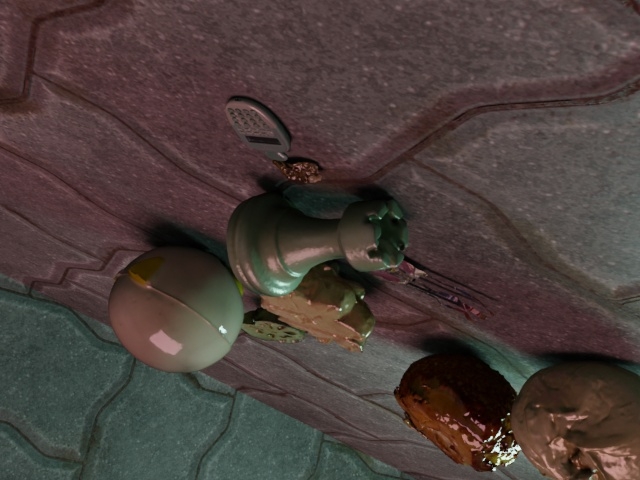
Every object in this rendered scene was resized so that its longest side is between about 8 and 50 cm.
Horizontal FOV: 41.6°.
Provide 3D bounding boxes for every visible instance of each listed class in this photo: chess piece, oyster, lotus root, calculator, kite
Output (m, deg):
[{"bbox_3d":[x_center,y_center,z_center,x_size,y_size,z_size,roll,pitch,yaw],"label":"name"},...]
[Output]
[{"bbox_3d":[0.000,0.000,1.497,0.299,0.195,0.194,-5,148,35],"label":"chess piece"},{"bbox_3d":[-0.040,-0.116,1.436,0.093,0.034,0.051,9,149,41],"label":"oyster"},{"bbox_3d":[-0.128,0.220,2.301,0.183,0.078,0.203,4,159,13],"label":"lotus root"},{"bbox_3d":[-0.098,-0.177,1.354,0.095,0.021,0.153,9,156,31],"label":"calculator"},{"bbox_3d":[0.175,0.075,1.711,0.360,0.022,0.204,28,159,-5],"label":"kite"}]

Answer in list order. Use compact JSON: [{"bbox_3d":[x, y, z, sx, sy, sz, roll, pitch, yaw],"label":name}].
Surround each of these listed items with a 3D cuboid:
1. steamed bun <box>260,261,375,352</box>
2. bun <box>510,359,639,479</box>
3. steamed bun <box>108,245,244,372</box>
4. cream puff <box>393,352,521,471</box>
[{"bbox_3d":[-0.001,0.120,1.844,0.295,0.137,0.292,30,160,-5],"label":"steamed bun"},{"bbox_3d":[0.577,0.424,1.793,0.361,0.213,0.361,27,143,23],"label":"bun"},{"bbox_3d":[-0.353,0.167,2.060,0.334,0.334,0.374,29,159,-19],"label":"steamed bun"},{"bbox_3d":[0.354,0.401,2.035,0.350,0.228,0.350,42,163,16],"label":"cream puff"}]
